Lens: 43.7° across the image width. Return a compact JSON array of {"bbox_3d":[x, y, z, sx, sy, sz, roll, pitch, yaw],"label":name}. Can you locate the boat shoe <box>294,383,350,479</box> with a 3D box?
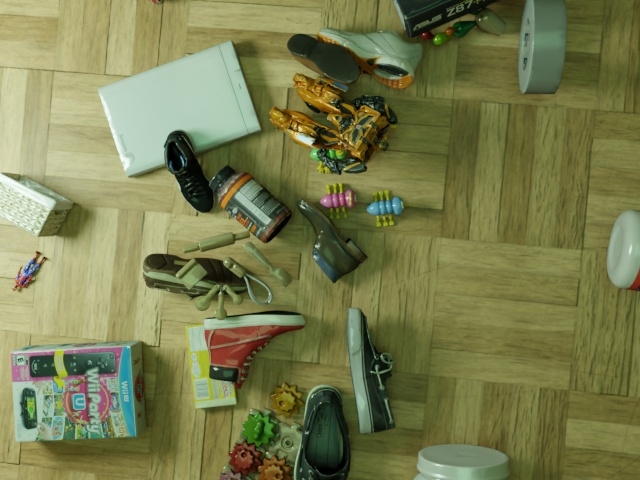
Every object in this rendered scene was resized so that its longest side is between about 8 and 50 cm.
[{"bbox_3d":[0.011,0.519,1.880,0.127,0.113,0.340,7,90,-7],"label":"boat shoe"}]

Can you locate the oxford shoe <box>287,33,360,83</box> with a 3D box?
[{"bbox_3d":[0.017,-0.419,1.882,0.212,0.076,0.076,37,82,30],"label":"oxford shoe"}]

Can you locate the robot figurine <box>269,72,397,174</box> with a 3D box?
[{"bbox_3d":[0.031,-0.275,1.852,0.291,0.085,0.211,28,82,28],"label":"robot figurine"}]

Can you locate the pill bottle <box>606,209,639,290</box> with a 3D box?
[{"bbox_3d":[0.822,0.039,1.777,0.323,0.181,0.181,8,91,5],"label":"pill bottle"}]

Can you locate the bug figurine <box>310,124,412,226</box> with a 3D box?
[{"bbox_3d":[0.093,-0.163,1.902,0.216,0.072,0.279,-11,89,5],"label":"bug figurine"}]

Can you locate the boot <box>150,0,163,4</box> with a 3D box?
[{"bbox_3d":[-0.462,-0.771,1.930,0.377,0.138,0.284,29,92,-1],"label":"boot"}]

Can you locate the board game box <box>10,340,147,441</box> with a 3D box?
[{"bbox_3d":[-0.589,0.367,1.953,0.303,0.097,0.224,-4,90,4],"label":"board game box"}]

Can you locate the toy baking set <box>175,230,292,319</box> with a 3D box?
[{"bbox_3d":[-0.207,0.076,1.882,0.256,0.030,0.196,-19,90,-10],"label":"toy baking set"}]

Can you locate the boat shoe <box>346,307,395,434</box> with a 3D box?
[{"bbox_3d":[0.124,0.304,1.878,0.105,0.113,0.306,-8,92,-1],"label":"boat shoe"}]

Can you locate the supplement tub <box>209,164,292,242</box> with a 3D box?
[{"bbox_3d":[-0.171,-0.091,1.911,0.198,0.106,0.106,41,93,5],"label":"supplement tub"}]

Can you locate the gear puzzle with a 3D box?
[{"bbox_3d":[-0.124,0.507,1.933,0.175,0.044,0.339,25,92,5],"label":"gear puzzle"}]

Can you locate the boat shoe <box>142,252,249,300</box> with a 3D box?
[{"bbox_3d":[-0.303,0.098,1.943,0.257,0.095,0.095,12,127,-2],"label":"boat shoe"}]

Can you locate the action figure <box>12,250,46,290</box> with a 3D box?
[{"bbox_3d":[-0.737,0.081,2.003,0.038,0.030,0.115,38,95,-1],"label":"action figure"}]

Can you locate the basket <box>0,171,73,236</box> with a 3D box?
[{"bbox_3d":[-0.715,-0.086,1.958,0.167,0.113,0.103,26,94,5],"label":"basket"}]

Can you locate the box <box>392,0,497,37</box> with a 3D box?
[{"bbox_3d":[0.275,-0.693,1.820,0.318,0.097,0.395,-21,68,4],"label":"box"}]

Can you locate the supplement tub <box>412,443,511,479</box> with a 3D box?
[{"bbox_3d":[0.321,0.647,1.793,0.241,0.241,0.331,0,90,5],"label":"supplement tub"}]

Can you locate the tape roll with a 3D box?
[{"bbox_3d":[0.496,-0.440,1.791,0.072,0.219,0.219,3,90,6],"label":"tape roll"}]

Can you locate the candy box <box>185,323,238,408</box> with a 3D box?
[{"bbox_3d":[-0.267,0.305,1.956,0.105,0.027,0.206,-7,89,2],"label":"candy box"}]

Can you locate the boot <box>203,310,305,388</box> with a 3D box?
[{"bbox_3d":[-0.151,0.261,1.911,0.244,0.088,0.176,-7,90,0],"label":"boot"}]

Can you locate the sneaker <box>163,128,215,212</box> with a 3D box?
[{"bbox_3d":[-0.319,-0.150,1.891,0.079,0.121,0.217,-19,107,6],"label":"sneaker"}]

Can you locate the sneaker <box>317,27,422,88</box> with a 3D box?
[{"bbox_3d":[0.121,-0.458,1.903,0.262,0.099,0.121,25,66,13],"label":"sneaker"}]

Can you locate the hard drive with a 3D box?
[{"bbox_3d":[-0.344,-0.321,1.957,0.353,0.047,0.233,-19,88,5],"label":"hard drive"}]

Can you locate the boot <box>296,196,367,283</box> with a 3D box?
[{"bbox_3d":[0.000,0.000,1.906,0.219,0.082,0.106,44,91,2],"label":"boot"}]

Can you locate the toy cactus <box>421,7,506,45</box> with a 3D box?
[{"bbox_3d":[0.350,-0.539,1.879,0.180,0.112,0.219,29,90,-14],"label":"toy cactus"}]
